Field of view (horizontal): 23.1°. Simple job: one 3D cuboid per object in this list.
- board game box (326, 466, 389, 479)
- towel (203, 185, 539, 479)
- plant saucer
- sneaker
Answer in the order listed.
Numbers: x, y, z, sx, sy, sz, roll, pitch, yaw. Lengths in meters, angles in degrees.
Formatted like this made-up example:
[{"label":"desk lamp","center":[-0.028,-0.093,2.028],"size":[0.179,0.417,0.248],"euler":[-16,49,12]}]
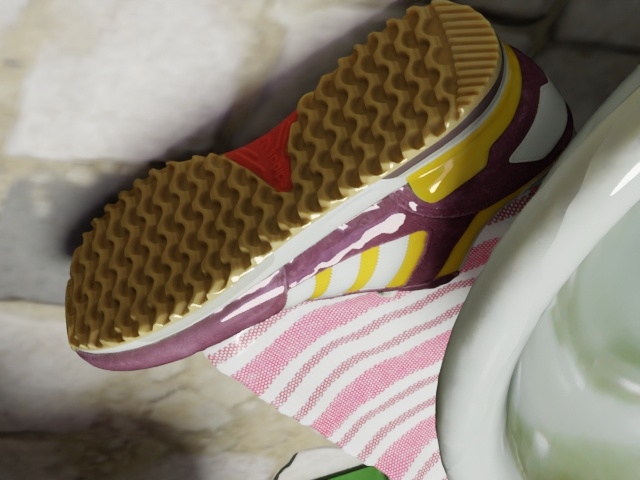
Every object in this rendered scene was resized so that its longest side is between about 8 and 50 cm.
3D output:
[{"label":"board game box","center":[-0.025,0.237,0.835],"size":[0.213,0.046,0.317],"euler":[-19,142,5]},{"label":"towel","center":[0.063,0.052,0.641],"size":[0.144,0.029,0.197],"euler":[-30,140,19]},{"label":"plant saucer","center":[0.221,-0.017,0.533],"size":[0.400,0.100,0.400],"euler":[-11,144,-8]},{"label":"sneaker","center":[0.000,0.000,0.524],"size":[0.185,0.069,0.084],"euler":[-30,139,23]}]
